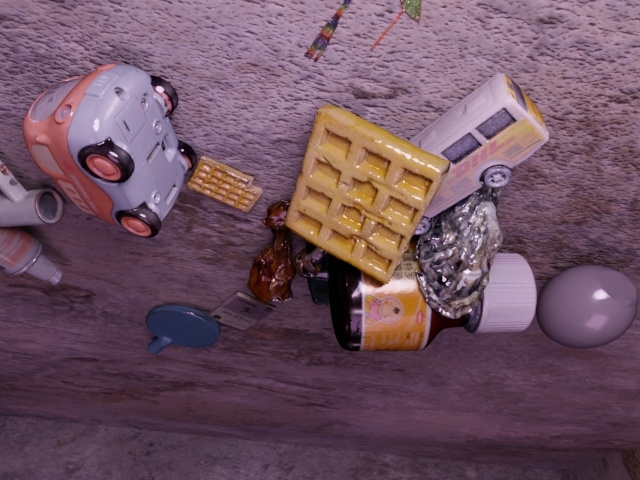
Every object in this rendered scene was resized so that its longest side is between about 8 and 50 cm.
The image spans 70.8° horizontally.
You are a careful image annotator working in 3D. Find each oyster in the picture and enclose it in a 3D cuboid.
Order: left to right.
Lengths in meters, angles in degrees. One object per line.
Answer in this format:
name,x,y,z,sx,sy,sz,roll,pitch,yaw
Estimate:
oyster,0.267,0.005,0.811,0.252,0.199,0.087,-40,176,3

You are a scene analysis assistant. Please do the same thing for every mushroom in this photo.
mushroom,0.000,0.000,0.937,0.060,0.061,0.187,29,116,1

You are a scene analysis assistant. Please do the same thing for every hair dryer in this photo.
hair dryer,-0.613,-0.118,0.847,0.131,0.073,0.236,-3,139,11

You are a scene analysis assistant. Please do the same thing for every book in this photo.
book,-0.225,0.204,1.274,0.127,0.014,0.182,28,137,-28

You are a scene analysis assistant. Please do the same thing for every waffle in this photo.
waffle,-0.179,-0.105,0.861,0.135,0.021,0.092,22,139,-22
waffle,0.062,-0.069,0.745,0.221,0.055,0.247,29,127,13

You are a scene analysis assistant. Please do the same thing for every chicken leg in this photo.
chicken leg,-0.093,0.026,0.985,0.113,0.093,0.304,-3,137,-20

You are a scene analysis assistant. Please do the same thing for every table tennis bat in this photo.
table tennis bat,-0.436,0.278,1.363,0.215,0.044,0.329,33,134,-26

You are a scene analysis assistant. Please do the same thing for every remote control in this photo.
remote control,0.003,0.082,1.067,0.072,0.042,0.222,2,137,5

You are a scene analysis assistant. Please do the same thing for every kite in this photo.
kite,0.046,-0.324,0.569,0.198,0.006,0.244,26,137,-27

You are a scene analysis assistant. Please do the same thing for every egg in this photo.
egg,0.584,0.153,1.007,0.176,0.176,0.231,5,145,-2

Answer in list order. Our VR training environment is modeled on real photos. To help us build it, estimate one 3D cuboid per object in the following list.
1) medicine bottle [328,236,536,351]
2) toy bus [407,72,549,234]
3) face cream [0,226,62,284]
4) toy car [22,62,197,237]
medicine bottle,0.223,0.103,0.941,0.395,0.242,0.242,-4,143,-5
toy bus,0.196,-0.116,0.754,0.138,0.097,0.343,31,134,-28
face cream,-0.686,0.022,1.006,0.101,0.101,0.251,-14,140,21
toy car,-0.341,-0.141,0.715,0.213,0.180,0.270,9,144,9
